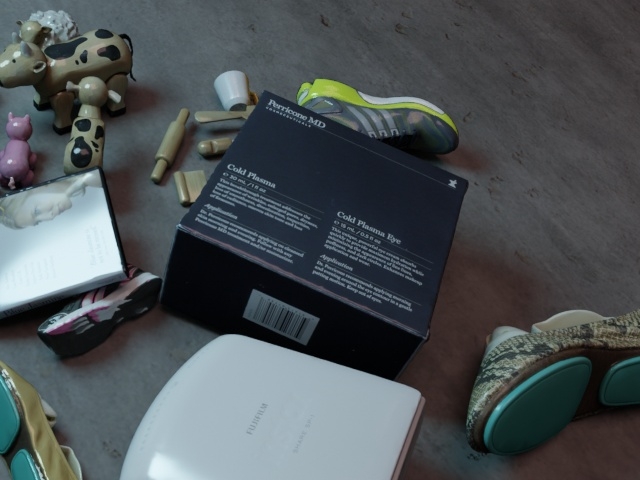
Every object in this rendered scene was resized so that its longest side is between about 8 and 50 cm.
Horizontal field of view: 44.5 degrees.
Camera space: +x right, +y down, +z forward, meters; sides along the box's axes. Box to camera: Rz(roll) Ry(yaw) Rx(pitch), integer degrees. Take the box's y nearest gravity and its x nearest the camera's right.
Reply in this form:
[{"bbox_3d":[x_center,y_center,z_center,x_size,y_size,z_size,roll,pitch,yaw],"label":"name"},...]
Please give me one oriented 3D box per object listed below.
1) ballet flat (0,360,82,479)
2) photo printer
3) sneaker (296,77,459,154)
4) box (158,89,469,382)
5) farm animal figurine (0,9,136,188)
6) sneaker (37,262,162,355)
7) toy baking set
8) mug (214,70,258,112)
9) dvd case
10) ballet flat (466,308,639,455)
[{"bbox_3d":[-0.328,0.235,0.897,0.073,0.080,0.232,6,44,-51],"label":"ballet flat"},{"bbox_3d":[-0.057,0.241,0.904,0.307,0.107,0.256,15,42,16],"label":"photo printer"},{"bbox_3d":[0.097,-0.189,1.387,0.300,0.111,0.121,10,57,-1],"label":"sneaker"},{"bbox_3d":[0.000,0.000,1.113,0.343,0.179,0.312,25,48,0],"label":"box"},{"bbox_3d":[-0.405,-0.237,1.207,0.330,0.172,0.327,32,48,11],"label":"farm animal figurine"},{"bbox_3d":[-0.301,0.085,1.038,0.077,0.072,0.178,32,38,26],"label":"sneaker"},{"bbox_3d":[-0.167,-0.145,1.303,0.197,0.030,0.256,17,53,-11],"label":"toy baking set"},{"bbox_3d":[-0.145,-0.258,1.388,0.078,0.062,0.064,-8,60,-16],"label":"mug"},{"bbox_3d":[-0.393,0.009,1.030,0.253,0.022,0.180,-18,61,-7],"label":"dvd case"},{"bbox_3d":[0.350,0.178,1.117,0.483,0.164,0.182,-8,31,-30],"label":"ballet flat"}]
